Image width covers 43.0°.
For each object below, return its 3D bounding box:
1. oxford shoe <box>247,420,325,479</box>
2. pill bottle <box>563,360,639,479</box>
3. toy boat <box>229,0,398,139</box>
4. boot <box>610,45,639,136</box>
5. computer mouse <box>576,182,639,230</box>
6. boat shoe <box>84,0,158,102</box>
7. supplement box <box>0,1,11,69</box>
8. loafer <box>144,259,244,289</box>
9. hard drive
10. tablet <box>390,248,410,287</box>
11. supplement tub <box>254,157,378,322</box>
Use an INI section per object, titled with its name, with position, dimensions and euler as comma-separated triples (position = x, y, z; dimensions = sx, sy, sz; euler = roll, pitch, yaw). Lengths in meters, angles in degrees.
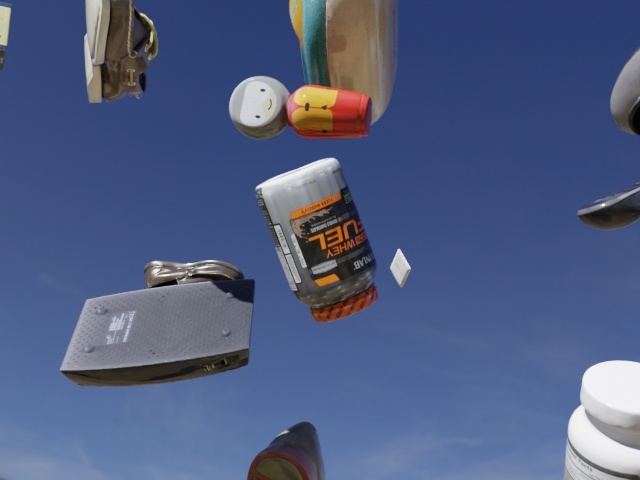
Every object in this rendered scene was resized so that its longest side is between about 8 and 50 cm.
[oxford shoe]
position = -0.046, 0.484, 1.325
dimensions = 0.140, 0.146, 0.397
euler = 16, -69, 15
[pill bottle]
position = 0.573, 0.428, 1.544
dimensions = 0.210, 0.210, 0.362
euler = 3, -67, 12
[toy boat]
position = 0.003, -0.220, 0.939
dimensions = 0.148, 0.318, 0.267
euler = 6, -48, 11
[boot]
position = 0.486, -0.217, 1.155
dimensions = 0.118, 0.222, 0.338
euler = 38, -29, 7
[computer mouse]
position = 0.682, -0.079, 1.758
dimensions = 0.272, 0.072, 0.188
euler = -22, 2, -16
[boat shoe]
position = -0.286, -0.284, 1.167
dimensions = 0.097, 0.116, 0.324
euler = -4, -12, -17
[supplement box]
position = -0.504, -0.307, 1.197
dimensions = 0.083, 0.083, 0.056
euler = 6, -23, -24
[loafer]
position = -0.271, 0.094, 1.732
dimensions = 0.220, 0.078, 0.080
euler = 0, -41, 7
[hard drive]
position = -0.216, 0.130, 1.136
dimensions = 0.255, 0.172, 0.054
euler = -7, -57, 4
[tablet]
position = 0.168, 0.060, 1.723
dimensions = 0.006, 0.054, 0.083
euler = -18, -27, -20
[supplement tub]
position = 0.000, 0.000, 1.843
dimensions = 0.207, 0.338, 0.207
euler = -21, 8, 3
